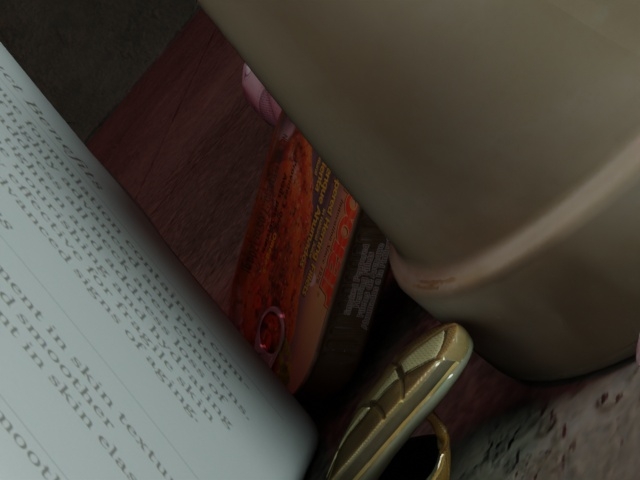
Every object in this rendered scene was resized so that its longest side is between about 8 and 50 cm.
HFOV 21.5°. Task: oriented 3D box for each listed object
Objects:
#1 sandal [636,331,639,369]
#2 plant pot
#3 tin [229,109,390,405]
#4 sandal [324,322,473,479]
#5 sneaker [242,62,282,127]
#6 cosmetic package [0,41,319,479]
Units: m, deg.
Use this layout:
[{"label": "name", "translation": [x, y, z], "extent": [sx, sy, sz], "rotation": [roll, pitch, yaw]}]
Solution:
[{"label": "sandal", "translation": [0.193, -0.050, 0.468], "extent": [0.265, 0.076, 0.102], "rotation": [-52, -15, -1]}, {"label": "plant pot", "translation": [0.069, -0.148, 0.697], "extent": [0.323, 0.280, 0.323], "rotation": [-49, 15, 18]}, {"label": "tin", "translation": [0.000, 0.000, 0.905], "extent": [0.106, 0.040, 0.189], "rotation": [47, 124, 57]}, {"label": "sandal", "translation": [0.025, 0.108, 0.708], "extent": [0.180, 0.049, 0.072], "rotation": [-63, 2, 26]}, {"label": "sneaker", "translation": [0.040, -0.186, 1.045], "extent": [0.210, 0.137, 0.366], "rotation": [-50, 30, 45]}, {"label": "cosmetic package", "translation": [-0.239, 0.105, 0.720], "extent": [0.327, 0.329, 0.393], "rotation": [-39, 2, 11]}]
